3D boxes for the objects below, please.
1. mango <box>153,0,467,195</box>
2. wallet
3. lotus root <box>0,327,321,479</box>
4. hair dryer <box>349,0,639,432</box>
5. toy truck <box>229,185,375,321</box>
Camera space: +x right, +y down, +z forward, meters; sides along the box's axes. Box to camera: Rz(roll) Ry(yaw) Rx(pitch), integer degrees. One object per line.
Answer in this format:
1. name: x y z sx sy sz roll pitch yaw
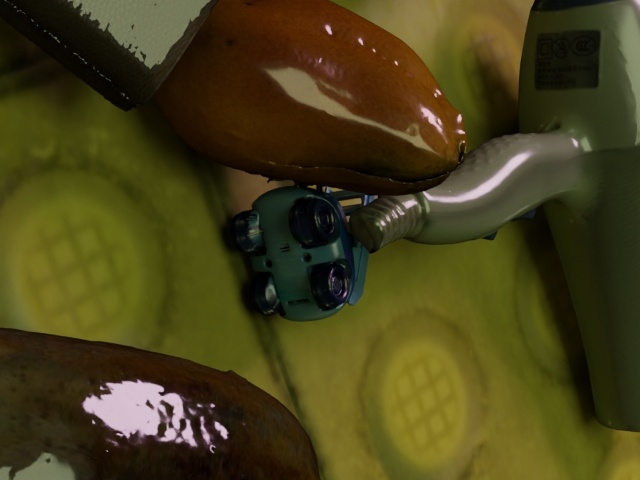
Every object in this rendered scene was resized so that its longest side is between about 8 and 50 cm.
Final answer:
1. mango: -0.007 -0.072 0.724 0.159 0.084 0.105 24 47 -14
2. wallet: -0.131 -0.157 0.631 0.198 0.031 0.110 37 77 -21
3. lotus root: -0.091 0.107 0.606 0.241 0.123 0.124 18 79 -39
4. hair dryer: 0.150 0.016 0.878 0.298 0.119 0.296 -46 123 -34
5. toy truck: 0.000 0.000 0.766 0.090 0.056 0.073 -32 110 -57
